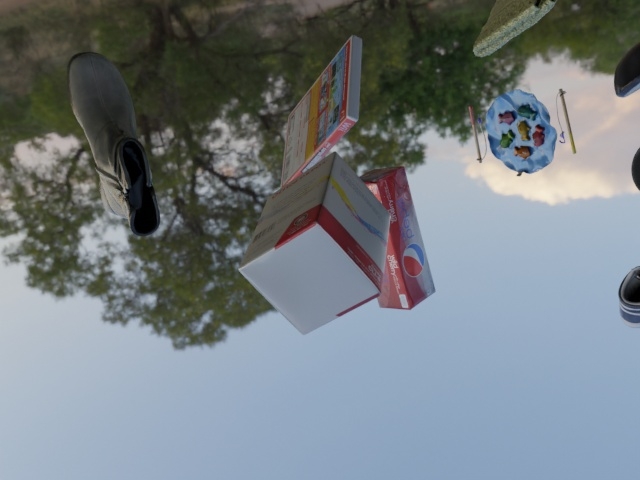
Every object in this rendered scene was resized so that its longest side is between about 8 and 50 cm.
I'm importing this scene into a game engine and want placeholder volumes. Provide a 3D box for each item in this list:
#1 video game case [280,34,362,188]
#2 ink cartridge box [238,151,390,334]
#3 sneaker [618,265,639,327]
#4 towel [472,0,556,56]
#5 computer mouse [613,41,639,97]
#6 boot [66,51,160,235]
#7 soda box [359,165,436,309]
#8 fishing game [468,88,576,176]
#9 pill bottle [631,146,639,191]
[{"bbox_3d":[-0.002,-0.244,1.397,0.025,0.204,0.285,18,148,-22],"label":"video game case"},{"bbox_3d":[0.000,0.000,0.892,0.128,0.127,0.176,-31,-156,28],"label":"ink cartridge box"},{"bbox_3d":[0.799,0.086,1.581,0.282,0.153,0.099,-36,-129,10],"label":"sneaker"},{"bbox_3d":[0.243,-0.284,0.839,0.110,0.027,0.148,-61,-166,-19],"label":"towel"},{"bbox_3d":[0.676,-0.375,1.391,0.272,0.072,0.188,-31,170,-16],"label":"computer mouse"},{"bbox_3d":[-0.267,-0.135,0.946,0.083,0.247,0.161,-18,-163,-23],"label":"boot"},{"bbox_3d":[0.137,-0.004,1.348,0.083,0.263,0.092,0,-158,47],"label":"soda box"},{"bbox_3d":[0.423,-0.228,1.511,0.041,0.189,0.264,-24,-162,-32],"label":"fishing game"},{"bbox_3d":[0.594,-0.109,1.096,0.219,0.123,0.122,-1,-170,-31],"label":"pill bottle"}]
